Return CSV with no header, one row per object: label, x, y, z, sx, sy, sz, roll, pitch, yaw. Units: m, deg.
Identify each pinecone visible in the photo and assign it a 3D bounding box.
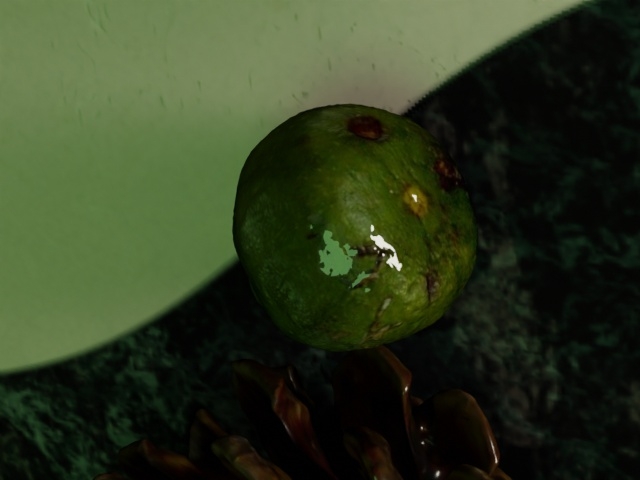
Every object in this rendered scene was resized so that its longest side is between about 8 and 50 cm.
pinecone,-0.021,0.179,0.990,0.244,0.309,0.244,37,136,47

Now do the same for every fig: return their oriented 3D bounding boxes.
fig,0.000,0.000,0.953,0.156,0.123,0.123,-25,108,47
